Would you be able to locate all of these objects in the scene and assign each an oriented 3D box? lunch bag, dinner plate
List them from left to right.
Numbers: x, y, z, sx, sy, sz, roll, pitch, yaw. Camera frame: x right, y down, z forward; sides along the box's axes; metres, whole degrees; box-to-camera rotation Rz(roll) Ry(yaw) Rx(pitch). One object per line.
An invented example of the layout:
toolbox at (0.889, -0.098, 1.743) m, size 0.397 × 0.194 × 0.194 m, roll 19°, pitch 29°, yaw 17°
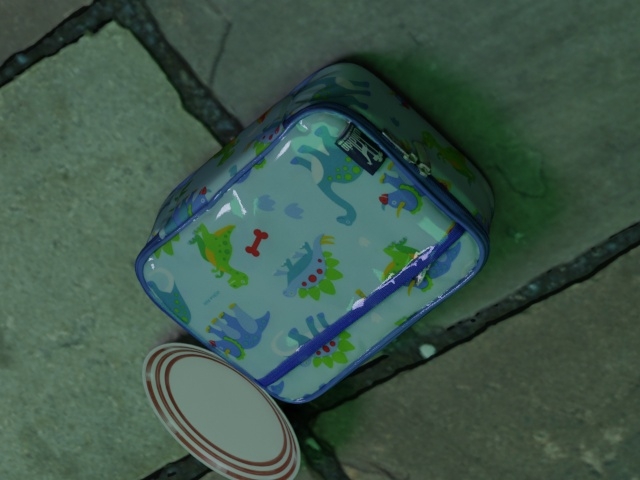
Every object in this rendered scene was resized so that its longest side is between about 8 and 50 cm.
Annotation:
dinner plate at (-0.071, 0.126, 1.325) m, size 0.141 × 0.017 × 0.141 m, roll 23°, pitch 141°, yaw 21°
lunch bag at (0.000, 0.000, 1.219) m, size 0.176 × 0.090 × 0.219 m, roll 43°, pitch 120°, yaw -17°
